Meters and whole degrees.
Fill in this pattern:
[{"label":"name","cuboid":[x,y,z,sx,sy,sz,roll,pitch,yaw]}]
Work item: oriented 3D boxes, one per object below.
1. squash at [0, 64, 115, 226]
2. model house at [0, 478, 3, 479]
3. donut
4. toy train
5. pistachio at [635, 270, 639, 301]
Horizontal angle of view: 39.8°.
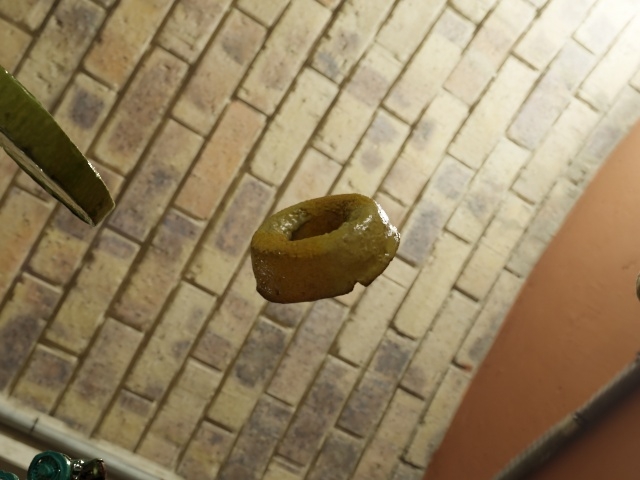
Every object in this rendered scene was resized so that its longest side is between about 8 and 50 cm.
[{"label":"squash","cuboid":[-0.276,-0.100,0.811,0.041,0.219,0.219,-47,-163,-12]},{"label":"model house","cuboid":[-0.343,0.487,0.947,0.357,0.313,0.242,-61,177,-15]},{"label":"donut","cuboid":[0.000,0.000,1.024,0.178,0.065,0.162,-19,-149,3]},{"label":"toy train","cuboid":[-0.380,0.380,1.221,0.198,0.107,0.154,-23,-119,5]},{"label":"pistachio","cuboid":[0.530,0.050,1.200,0.152,0.223,0.126,44,-33,51]}]
